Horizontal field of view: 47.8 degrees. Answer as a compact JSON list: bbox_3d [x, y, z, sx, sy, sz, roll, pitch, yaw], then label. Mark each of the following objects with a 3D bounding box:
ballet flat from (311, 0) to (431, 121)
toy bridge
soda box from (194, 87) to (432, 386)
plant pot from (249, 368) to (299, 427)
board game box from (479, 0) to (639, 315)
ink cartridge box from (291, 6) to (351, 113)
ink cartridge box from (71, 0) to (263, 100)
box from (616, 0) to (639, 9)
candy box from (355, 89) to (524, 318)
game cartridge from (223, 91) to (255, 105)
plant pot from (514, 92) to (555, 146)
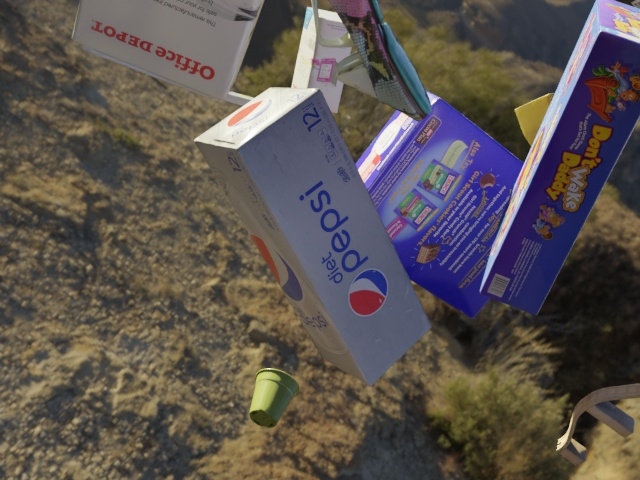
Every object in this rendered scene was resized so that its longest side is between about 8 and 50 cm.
[{"bbox_3d":[0.040,-0.205,0.730,0.077,0.079,0.221,-90,155,-47],"label":"ballet flat"},{"bbox_3d":[0.349,0.210,0.872,0.063,0.188,0.026,35,43,1],"label":"toy bridge"},{"bbox_3d":[0.000,0.000,0.697,0.091,0.098,0.286,20,-36,54],"label":"soda box"},{"bbox_3d":[-0.088,0.280,1.261,0.083,0.083,0.079,40,42,-16],"label":"plant pot"},{"bbox_3d":[0.314,-0.111,0.917,0.078,0.347,0.233,22,32,9],"label":"board game box"},{"bbox_3d":[0.002,-0.244,0.983,0.052,0.122,0.088,6,25,-18],"label":"ink cartridge box"},{"bbox_3d":[-0.167,-0.356,0.914,0.211,0.289,0.121,21,24,-8],"label":"ink cartridge box"},{"bbox_3d":[0.584,-0.425,1.158,0.093,0.158,0.156,48,7,-4],"label":"box"},{"bbox_3d":[0.210,-0.057,1.215,0.317,0.268,0.122,33,13,-22],"label":"candy box"},{"bbox_3d":[-0.132,-0.239,1.233,0.083,0.017,0.056,17,18,11],"label":"game cartridge"},{"bbox_3d":[0.373,-0.183,1.150,0.081,0.081,0.083,-9,86,-27],"label":"plant pot"}]
